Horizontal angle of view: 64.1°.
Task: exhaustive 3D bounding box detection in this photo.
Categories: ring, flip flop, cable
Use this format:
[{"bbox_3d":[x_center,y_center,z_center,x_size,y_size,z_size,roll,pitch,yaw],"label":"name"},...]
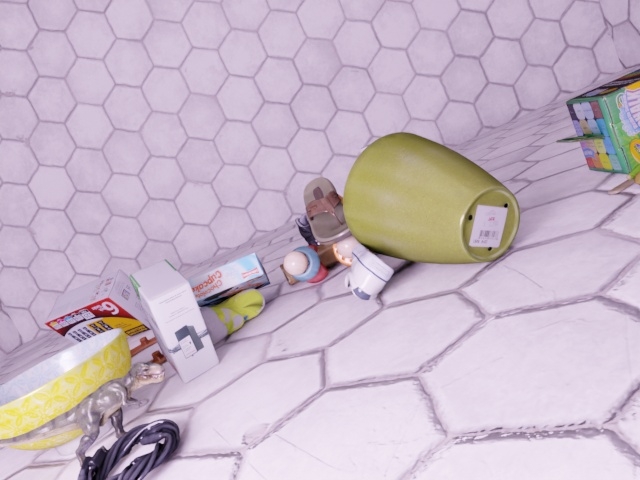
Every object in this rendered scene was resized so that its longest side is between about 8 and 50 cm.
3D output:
[{"bbox_3d":[-0.467,0.298,1.402,0.336,0.032,0.336,-23,9,4],"label":"ring"},{"bbox_3d":[0.011,-0.084,1.216,0.112,0.080,0.277,-29,38,5],"label":"flip flop"},{"bbox_3d":[-0.273,0.322,0.735,0.150,0.047,0.184,-22,5,-14],"label":"cable"}]

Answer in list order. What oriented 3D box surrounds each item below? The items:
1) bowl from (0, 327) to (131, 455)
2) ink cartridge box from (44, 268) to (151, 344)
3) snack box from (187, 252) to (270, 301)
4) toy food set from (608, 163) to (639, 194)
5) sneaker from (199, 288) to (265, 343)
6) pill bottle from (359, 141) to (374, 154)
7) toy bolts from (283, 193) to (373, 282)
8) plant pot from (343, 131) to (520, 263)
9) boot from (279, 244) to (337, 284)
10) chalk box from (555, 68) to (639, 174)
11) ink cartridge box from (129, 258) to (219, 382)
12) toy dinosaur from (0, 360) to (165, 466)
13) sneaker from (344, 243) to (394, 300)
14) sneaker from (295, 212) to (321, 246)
[{"bbox_3d":[-0.478,0.307,0.971,0.289,0.156,0.289,-24,9,4],"label":"bowl"},{"bbox_3d":[-0.742,0.273,1.809,0.309,0.272,0.130,-22,40,21],"label":"ink cartridge box"},{"bbox_3d":[-0.230,0.110,1.298,0.187,0.060,0.322,-23,-7,-6],"label":"snack box"},{"bbox_3d":[0.630,-0.131,0.915,0.132,0.039,0.192,-28,10,-20],"label":"toy food set"},{"bbox_3d":[-0.253,0.201,1.267,0.240,0.091,0.126,-22,-6,-30],"label":"sneaker"},{"bbox_3d":[0.210,-0.173,1.554,0.146,0.264,0.146,-24,8,4],"label":"pill bottle"},{"bbox_3d":[0.000,0.000,1.266,0.228,0.218,0.158,-34,-12,13],"label":"toy bolts"},{"bbox_3d":[0.234,-0.063,1.008,0.274,0.275,0.293,-28,26,-17],"label":"plant pot"},{"bbox_3d":[0.026,0.041,1.409,0.269,0.089,0.236,-25,-4,-8],"label":"boot"},{"bbox_3d":[0.669,-0.257,1.104,0.288,0.179,0.180,-24,10,8],"label":"chalk box"},{"bbox_3d":[-0.301,0.165,1.056,0.086,0.209,0.153,-27,30,-26],"label":"ink cartridge box"},{"bbox_3d":[-0.364,0.299,0.836,0.268,0.118,0.064,-28,9,-14],"label":"toy dinosaur"},{"bbox_3d":[0.087,0.068,1.065,0.091,0.094,0.258,-50,-3,2],"label":"sneaker"},{"bbox_3d":[-0.011,-0.025,1.648,0.101,0.153,0.268,-25,9,-1],"label":"sneaker"}]
